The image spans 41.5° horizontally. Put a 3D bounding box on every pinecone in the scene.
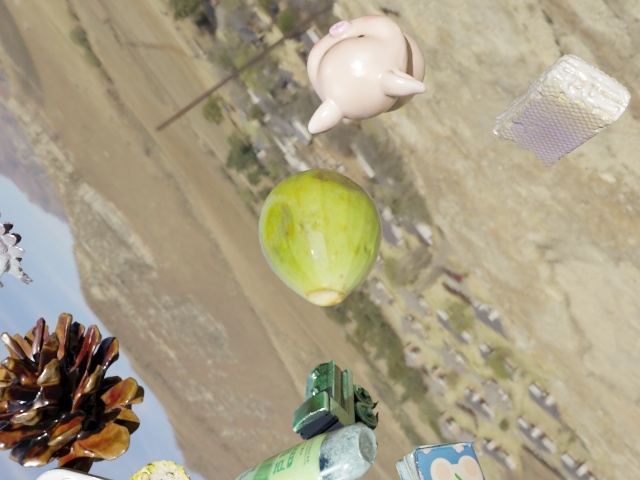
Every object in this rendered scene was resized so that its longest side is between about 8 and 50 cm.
[{"bbox_3d":[-0.367,0.211,1.174,0.202,0.228,0.201,-111,14,-65],"label":"pinecone"}]

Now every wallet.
[{"bbox_3d":[0.194,0.391,1.207,0.059,0.141,0.202,-48,50,43],"label":"wallet"}]

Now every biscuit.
[{"bbox_3d":[0.325,-0.176,1.167,0.108,0.062,0.239,31,167,-1],"label":"biscuit"}]

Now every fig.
[{"bbox_3d":[0.001,-0.010,1.369,0.207,0.207,0.230,54,-171,-17],"label":"fig"}]

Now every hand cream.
[{"bbox_3d":[-0.028,0.221,0.791,0.046,0.175,0.095,59,-157,-12],"label":"hand cream"}]

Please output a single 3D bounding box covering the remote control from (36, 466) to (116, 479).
[{"bbox_3d":[-0.258,0.355,1.103,0.244,0.077,0.022,14,179,3],"label":"remote control"}]

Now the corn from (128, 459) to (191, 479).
[{"bbox_3d":[-0.236,0.353,1.008,0.081,0.248,0.081,27,-146,-20],"label":"corn"}]

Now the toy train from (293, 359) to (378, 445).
[{"bbox_3d":[0.020,0.219,1.086,0.111,0.071,0.170,48,-165,-16],"label":"toy train"}]

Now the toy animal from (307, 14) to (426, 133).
[{"bbox_3d":[0.069,-0.246,1.219,0.149,0.165,0.248,55,-154,-7],"label":"toy animal"}]

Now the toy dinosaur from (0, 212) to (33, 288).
[{"bbox_3d":[-0.470,-0.008,1.171,0.209,0.082,0.039,48,-166,-35],"label":"toy dinosaur"}]
